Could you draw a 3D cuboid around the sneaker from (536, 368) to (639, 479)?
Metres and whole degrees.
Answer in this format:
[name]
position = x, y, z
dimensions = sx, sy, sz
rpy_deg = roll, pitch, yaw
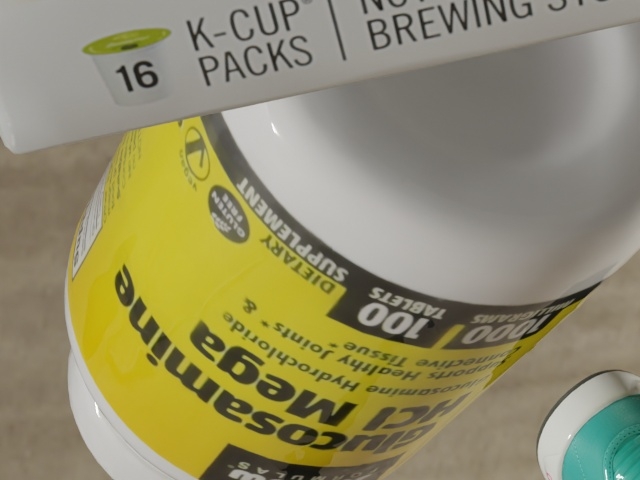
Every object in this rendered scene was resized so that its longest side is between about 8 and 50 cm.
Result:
[sneaker]
position = 0.254, 0.205, 1.087
dimensions = 0.295, 0.124, 0.178
rpy_deg = 44, -177, -41

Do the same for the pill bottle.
[pill bottle]
position = 0.000, 0.000, 0.782
dimensions = 0.188, 0.334, 0.188
rpy_deg = 9, -120, -17

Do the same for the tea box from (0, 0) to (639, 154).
[tea box]
position = 0.041, -0.234, 0.421
dimensions = 0.329, 0.323, 0.220
rpy_deg = -11, -143, 5
